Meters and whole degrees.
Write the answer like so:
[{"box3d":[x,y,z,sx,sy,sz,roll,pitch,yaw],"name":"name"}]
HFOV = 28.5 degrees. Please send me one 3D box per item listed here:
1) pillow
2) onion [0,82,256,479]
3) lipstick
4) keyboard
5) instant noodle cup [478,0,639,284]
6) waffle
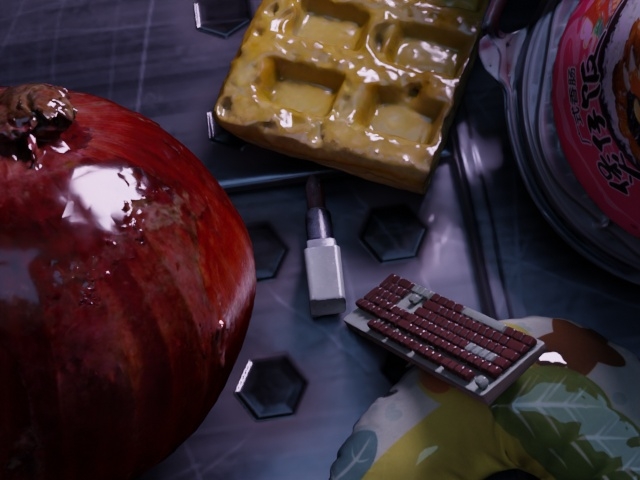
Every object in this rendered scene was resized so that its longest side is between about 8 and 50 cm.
[{"box3d":[0.137,0.160,0.772,0.214,0.086,0.233,-37,71,-2],"name":"pillow"},{"box3d":[-0.177,0.024,0.742,0.276,0.276,0.276,-1,66,2],"name":"onion"},{"box3d":[0.000,0.000,0.875,0.025,0.025,0.107,-6,59,0],"name":"lipstick"},{"box3d":[0.071,0.058,0.792,0.055,0.017,0.166,-41,28,-14],"name":"keyboard"},{"box3d":[0.260,-0.097,0.773,0.302,0.181,0.258,13,86,-7],"name":"instant noodle cup"},{"box3d":[0.042,-0.168,0.931,0.168,0.057,0.274,16,67,10],"name":"waffle"}]
